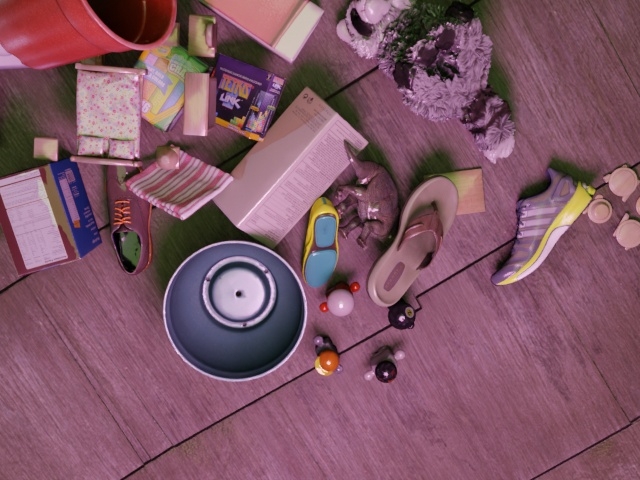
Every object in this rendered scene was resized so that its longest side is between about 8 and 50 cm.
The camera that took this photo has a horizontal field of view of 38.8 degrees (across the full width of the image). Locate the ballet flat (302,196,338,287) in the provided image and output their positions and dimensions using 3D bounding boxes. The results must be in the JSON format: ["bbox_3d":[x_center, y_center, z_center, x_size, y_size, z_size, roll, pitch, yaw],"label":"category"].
[{"bbox_3d":[0.000,0.000,1.967,0.077,0.077,0.231,-4,136,-12],"label":"ballet flat"}]

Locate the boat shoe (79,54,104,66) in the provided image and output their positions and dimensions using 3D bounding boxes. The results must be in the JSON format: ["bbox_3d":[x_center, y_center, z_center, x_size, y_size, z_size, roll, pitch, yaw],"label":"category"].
[{"bbox_3d":[-0.459,-0.444,1.902,0.059,0.063,0.170,15,108,-7],"label":"boat shoe"}]

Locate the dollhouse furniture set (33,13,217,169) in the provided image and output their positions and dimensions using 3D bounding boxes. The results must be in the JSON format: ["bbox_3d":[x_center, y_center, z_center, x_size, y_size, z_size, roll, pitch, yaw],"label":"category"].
[{"bbox_3d":[-0.383,-0.289,1.738,0.355,0.174,0.304,3,99,-3],"label":"dollhouse furniture set"}]

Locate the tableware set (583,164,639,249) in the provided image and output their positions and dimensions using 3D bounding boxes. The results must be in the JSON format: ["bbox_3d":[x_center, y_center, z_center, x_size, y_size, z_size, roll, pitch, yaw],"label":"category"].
[{"bbox_3d":[0.678,-0.073,2.016,0.168,0.020,0.141,40,94,-6],"label":"tableware set"}]

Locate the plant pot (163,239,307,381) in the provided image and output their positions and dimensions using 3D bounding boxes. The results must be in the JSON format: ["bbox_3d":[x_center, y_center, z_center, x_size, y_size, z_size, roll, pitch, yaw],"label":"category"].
[{"bbox_3d":[-0.177,0.129,1.933,0.292,0.196,0.293,0,100,-2],"label":"plant pot"}]

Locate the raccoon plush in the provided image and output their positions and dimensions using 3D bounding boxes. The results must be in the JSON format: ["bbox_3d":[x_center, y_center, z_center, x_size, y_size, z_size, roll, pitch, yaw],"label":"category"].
[{"bbox_3d":[0.204,-0.349,1.915,0.216,0.299,0.446,-37,131,-11],"label":"raccoon plush"}]

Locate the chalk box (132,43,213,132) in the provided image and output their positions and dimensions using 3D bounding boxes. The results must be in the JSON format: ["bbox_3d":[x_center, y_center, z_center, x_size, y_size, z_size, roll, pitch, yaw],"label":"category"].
[{"bbox_3d":[-0.311,-0.349,1.884,0.132,0.132,0.213,34,96,-7],"label":"chalk box"}]

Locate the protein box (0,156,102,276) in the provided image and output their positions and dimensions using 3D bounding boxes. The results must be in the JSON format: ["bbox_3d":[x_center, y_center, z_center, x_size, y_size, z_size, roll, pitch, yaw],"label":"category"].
[{"bbox_3d":[-0.568,-0.055,1.889,0.135,0.200,0.201,-15,100,2],"label":"protein box"}]

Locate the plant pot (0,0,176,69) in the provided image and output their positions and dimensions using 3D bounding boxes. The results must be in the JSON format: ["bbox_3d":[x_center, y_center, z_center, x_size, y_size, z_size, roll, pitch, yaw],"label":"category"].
[{"bbox_3d":[-0.456,-0.449,1.684,0.265,0.272,0.273,-12,101,32],"label":"plant pot"}]

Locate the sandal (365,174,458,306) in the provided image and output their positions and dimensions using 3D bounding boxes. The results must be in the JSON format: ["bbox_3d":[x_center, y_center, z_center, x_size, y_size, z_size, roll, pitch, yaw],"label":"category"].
[{"bbox_3d":[0.206,0.008,1.879,0.120,0.086,0.303,32,82,-25],"label":"sandal"}]

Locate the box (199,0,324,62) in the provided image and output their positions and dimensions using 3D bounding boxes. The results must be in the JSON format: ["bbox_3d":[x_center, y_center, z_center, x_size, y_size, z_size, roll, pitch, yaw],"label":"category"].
[{"bbox_3d":[-0.121,-0.477,1.860,0.232,0.148,0.127,33,96,-7],"label":"box"}]

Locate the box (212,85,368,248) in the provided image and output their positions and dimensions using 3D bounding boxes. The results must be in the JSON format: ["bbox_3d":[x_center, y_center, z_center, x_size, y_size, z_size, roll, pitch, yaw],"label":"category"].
[{"bbox_3d":[-0.065,-0.148,1.900,0.311,0.148,0.121,-47,53,5],"label":"box"}]

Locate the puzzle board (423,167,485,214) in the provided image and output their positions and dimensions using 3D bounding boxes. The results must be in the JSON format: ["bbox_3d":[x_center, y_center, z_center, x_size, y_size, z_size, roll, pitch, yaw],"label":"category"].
[{"bbox_3d":[0.296,-0.104,2.004,0.128,0.011,0.097,-7,101,0],"label":"puzzle board"}]

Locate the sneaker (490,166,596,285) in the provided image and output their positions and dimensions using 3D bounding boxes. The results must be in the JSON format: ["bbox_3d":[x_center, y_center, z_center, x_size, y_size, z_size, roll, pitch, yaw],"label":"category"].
[{"bbox_3d":[0.462,-0.029,1.985,0.121,0.111,0.300,38,91,3],"label":"sneaker"}]

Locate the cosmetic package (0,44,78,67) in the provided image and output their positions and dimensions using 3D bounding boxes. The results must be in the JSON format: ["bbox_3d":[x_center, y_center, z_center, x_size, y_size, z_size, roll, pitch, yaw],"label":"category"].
[{"bbox_3d":[-0.631,-0.526,1.770,0.097,0.284,0.378,-1,101,30],"label":"cosmetic package"}]

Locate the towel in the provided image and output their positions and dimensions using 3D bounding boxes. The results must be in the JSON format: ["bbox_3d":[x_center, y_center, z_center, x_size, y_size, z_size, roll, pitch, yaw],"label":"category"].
[{"bbox_3d":[-0.296,-0.123,1.887,0.144,0.197,0.029,-44,141,-25],"label":"towel"}]

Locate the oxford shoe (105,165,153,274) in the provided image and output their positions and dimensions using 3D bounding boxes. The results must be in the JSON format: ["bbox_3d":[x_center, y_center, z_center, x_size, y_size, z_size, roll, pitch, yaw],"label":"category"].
[{"bbox_3d":[-0.410,-0.059,1.944,0.096,0.098,0.272,-9,100,0],"label":"oxford shoe"}]

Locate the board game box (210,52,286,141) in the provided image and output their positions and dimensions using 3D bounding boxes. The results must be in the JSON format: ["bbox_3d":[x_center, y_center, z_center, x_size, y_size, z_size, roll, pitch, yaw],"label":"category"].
[{"bbox_3d":[-0.166,-0.298,1.889,0.170,0.048,0.141,27,101,36],"label":"board game box"}]

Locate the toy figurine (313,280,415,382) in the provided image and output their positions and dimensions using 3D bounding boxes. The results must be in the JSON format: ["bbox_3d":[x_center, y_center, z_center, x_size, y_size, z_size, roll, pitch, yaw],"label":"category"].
[{"bbox_3d":[0.093,0.202,1.978,0.212,0.148,0.210,14,99,-4],"label":"toy figurine"}]

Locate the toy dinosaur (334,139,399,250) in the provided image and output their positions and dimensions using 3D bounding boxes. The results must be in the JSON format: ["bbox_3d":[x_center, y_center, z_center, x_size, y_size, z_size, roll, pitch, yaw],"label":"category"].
[{"bbox_3d":[0.111,-0.084,1.938,0.160,0.121,0.314,-31,107,-21],"label":"toy dinosaur"}]
